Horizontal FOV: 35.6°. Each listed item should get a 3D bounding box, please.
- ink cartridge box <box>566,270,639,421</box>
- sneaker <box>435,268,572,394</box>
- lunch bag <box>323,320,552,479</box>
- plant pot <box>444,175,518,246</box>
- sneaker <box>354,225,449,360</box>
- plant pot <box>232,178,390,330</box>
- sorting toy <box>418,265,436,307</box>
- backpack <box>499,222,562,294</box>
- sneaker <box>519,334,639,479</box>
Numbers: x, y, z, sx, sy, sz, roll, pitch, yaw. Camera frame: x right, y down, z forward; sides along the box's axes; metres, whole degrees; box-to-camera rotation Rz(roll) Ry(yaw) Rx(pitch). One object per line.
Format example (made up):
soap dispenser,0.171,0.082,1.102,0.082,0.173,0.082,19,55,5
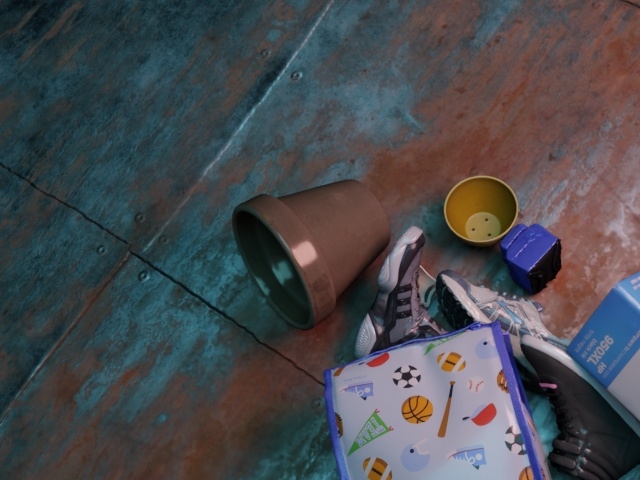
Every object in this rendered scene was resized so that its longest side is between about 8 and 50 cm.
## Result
ink cartridge box,0.635,0.218,1.565,0.286,0.166,0.395,-17,54,-43
sneaker,0.328,0.144,1.786,0.122,0.110,0.283,-40,71,-20
lunch bag,0.198,0.349,1.632,0.328,0.239,0.385,-18,71,9
plant pot,0.301,-0.040,1.863,0.134,0.095,0.134,-4,66,9
sneaker,0.170,0.116,1.792,0.153,0.101,0.268,22,103,10
plant pot,0.000,0.000,1.846,0.229,0.263,0.263,-30,63,-20
sorting toy,0.179,0.087,1.865,0.075,0.045,0.083,28,94,7
backpack,0.382,0.031,1.803,0.098,0.120,0.101,-42,55,-6
sneaker,0.408,0.294,1.640,0.296,0.104,0.147,44,82,-6
